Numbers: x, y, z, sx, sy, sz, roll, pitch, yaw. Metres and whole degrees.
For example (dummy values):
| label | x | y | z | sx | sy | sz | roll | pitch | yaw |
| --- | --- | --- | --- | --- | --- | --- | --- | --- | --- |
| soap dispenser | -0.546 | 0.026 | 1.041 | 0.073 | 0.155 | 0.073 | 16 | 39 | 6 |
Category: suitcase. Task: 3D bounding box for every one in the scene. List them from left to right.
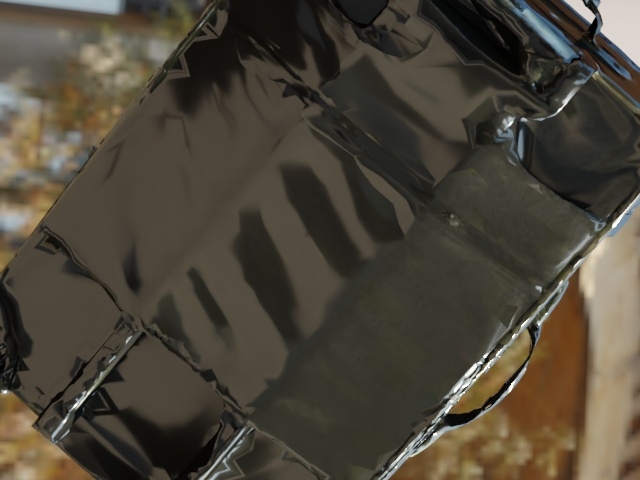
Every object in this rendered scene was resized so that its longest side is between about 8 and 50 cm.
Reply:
| label | x | y | z | sx | sy | sz | roll | pitch | yaw |
| --- | --- | --- | --- | --- | --- | --- | --- | --- | --- |
| suitcase | 0.000 | 0.000 | 1.164 | 0.434 | 0.283 | 0.194 | -50 | 177 | 18 |

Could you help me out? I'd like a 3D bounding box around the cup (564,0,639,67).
| label | x | y | z | sx | sy | sz | roll | pitch | yaw |
| --- | --- | --- | --- | --- | --- | --- | --- | --- | --- |
| cup | 0.122 | -0.211 | 1.427 | 0.191 | 0.200 | 0.253 | -42 | -120 | 25 |
